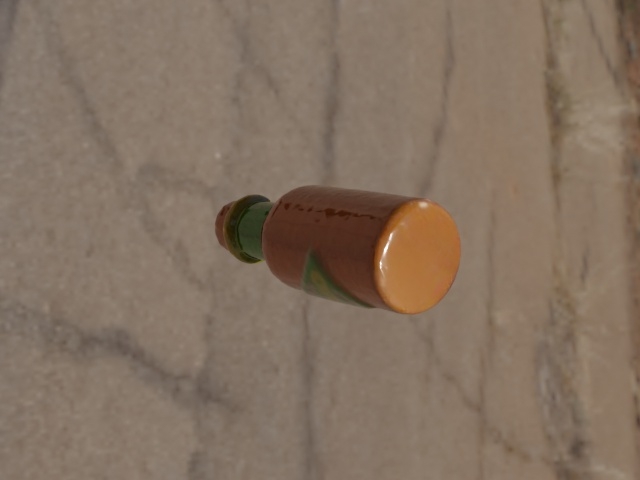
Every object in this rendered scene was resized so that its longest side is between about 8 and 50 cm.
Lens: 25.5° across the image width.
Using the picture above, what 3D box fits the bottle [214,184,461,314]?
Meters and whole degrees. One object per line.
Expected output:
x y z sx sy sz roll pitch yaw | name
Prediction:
0.000 0.000 0.854 0.069 0.187 0.069 -6 100 -36 | bottle
